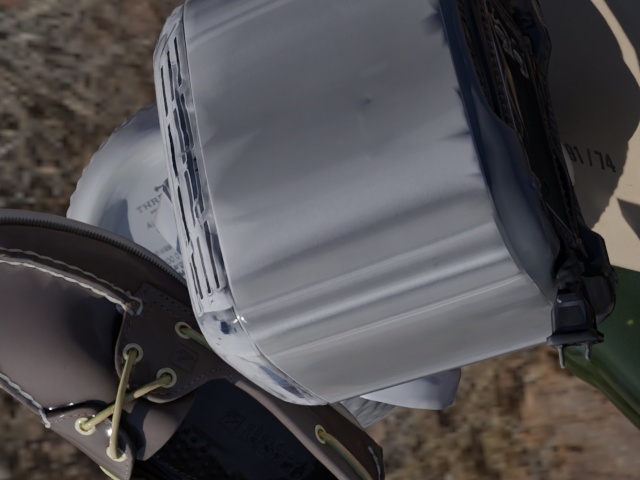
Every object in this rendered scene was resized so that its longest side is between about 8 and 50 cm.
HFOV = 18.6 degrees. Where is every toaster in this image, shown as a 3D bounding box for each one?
[{"bbox_3d":[0.025,-0.029,0.792,0.146,0.129,0.227,-21,62,18],"label":"toaster"}]

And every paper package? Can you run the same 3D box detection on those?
[{"bbox_3d":[0.242,-0.130,1.455,0.325,0.168,0.309,17,143,57],"label":"paper package"}]

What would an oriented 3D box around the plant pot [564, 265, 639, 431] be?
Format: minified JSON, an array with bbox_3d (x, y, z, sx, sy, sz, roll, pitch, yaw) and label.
[{"bbox_3d":[0.431,0.098,1.883,0.353,0.366,0.366,27,106,38],"label":"plant pot"}]

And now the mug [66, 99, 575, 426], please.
[{"bbox_3d":[0.000,0.000,1.401,0.374,0.328,0.276,-17,84,9],"label":"mug"}]

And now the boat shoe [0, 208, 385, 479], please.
[{"bbox_3d":[-0.090,0.092,1.132,0.116,0.324,0.096,-50,25,9],"label":"boat shoe"}]

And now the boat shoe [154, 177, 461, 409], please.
[{"bbox_3d":[-0.004,0.004,1.141,0.267,0.096,0.088,42,121,49],"label":"boat shoe"}]
